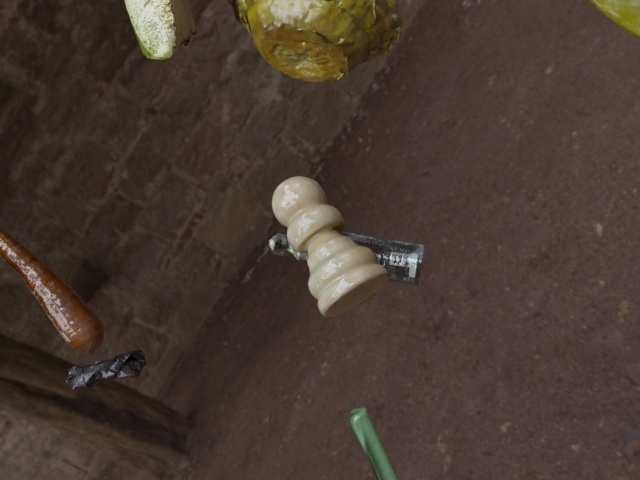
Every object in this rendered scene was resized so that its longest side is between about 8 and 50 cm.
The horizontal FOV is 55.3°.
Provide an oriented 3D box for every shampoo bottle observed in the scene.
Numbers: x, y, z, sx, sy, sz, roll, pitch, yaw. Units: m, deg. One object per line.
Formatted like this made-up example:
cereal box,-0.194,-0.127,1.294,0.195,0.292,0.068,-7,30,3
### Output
shampoo bottle,0.035,0.019,0.833,0.063,0.208,0.057,69,-150,-69

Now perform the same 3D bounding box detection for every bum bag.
bum bag,-0.339,0.207,0.967,0.125,0.034,0.058,-14,33,-6

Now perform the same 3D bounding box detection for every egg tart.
egg tart,-0.016,-0.341,0.987,0.295,0.295,0.116,-14,61,66

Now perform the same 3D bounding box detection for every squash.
squash,-0.308,-0.470,1.086,0.169,0.093,0.252,-84,-13,-55

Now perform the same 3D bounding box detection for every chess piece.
chess piece,0.000,0.000,0.730,0.094,0.170,0.094,-29,-21,-12

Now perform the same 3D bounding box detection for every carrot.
carrot,-0.343,0.050,0.749,0.048,0.216,0.048,-41,0,0

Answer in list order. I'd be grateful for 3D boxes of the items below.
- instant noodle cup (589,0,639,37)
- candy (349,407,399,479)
instant noodle cup,0.324,-0.281,0.421,0.200,0.264,0.264,-61,17,-8
candy,0.122,0.343,0.517,0.119,0.439,0.119,-24,2,1
